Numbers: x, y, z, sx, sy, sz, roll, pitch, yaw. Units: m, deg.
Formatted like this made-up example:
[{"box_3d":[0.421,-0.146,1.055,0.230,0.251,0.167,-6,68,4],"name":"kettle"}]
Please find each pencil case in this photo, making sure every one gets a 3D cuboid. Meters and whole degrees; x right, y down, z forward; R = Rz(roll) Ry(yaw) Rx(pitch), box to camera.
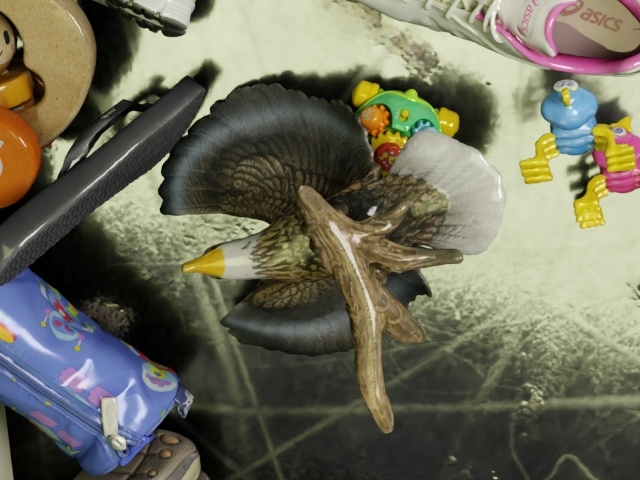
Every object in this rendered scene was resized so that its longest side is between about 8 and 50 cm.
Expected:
[{"box_3d":[-0.258,0.084,1.289,0.306,0.133,0.119,41,95,-23],"name":"pencil case"}]

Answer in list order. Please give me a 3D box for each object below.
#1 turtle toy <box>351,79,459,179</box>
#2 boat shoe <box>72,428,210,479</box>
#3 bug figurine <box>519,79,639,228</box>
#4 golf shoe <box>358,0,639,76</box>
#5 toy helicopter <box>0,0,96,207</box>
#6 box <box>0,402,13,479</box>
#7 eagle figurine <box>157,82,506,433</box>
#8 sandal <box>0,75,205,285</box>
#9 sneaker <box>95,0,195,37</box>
[{"box_3d":[0.058,-0.069,1.280,0.095,0.066,0.130,19,118,1],"name":"turtle toy"},{"box_3d":[-0.227,0.322,1.334,0.355,0.132,0.130,-38,118,-15],"name":"boat shoe"},{"box_3d":[0.295,-0.085,1.192,0.279,0.216,0.072,-7,68,8],"name":"bug figurine"},{"box_3d":[0.139,-0.203,1.199,0.306,0.140,0.115,15,108,3],"name":"golf shoe"},{"box_3d":[-0.354,-0.190,1.223,0.355,0.140,0.235,17,118,-5],"name":"toy helicopter"},{"box_3d":[-0.348,0.229,1.396,0.113,0.094,0.275,-3,105,6],"name":"box"},{"box_3d":[-0.011,-0.002,1.222,0.225,0.298,0.226,21,91,-14],"name":"eagle figurine"},{"box_3d":[-0.188,-0.065,1.236,0.054,0.254,0.097,45,149,5],"name":"sandal"},{"box_3d":[-0.185,-0.251,1.260,0.208,0.081,0.094,27,83,3],"name":"sneaker"}]
